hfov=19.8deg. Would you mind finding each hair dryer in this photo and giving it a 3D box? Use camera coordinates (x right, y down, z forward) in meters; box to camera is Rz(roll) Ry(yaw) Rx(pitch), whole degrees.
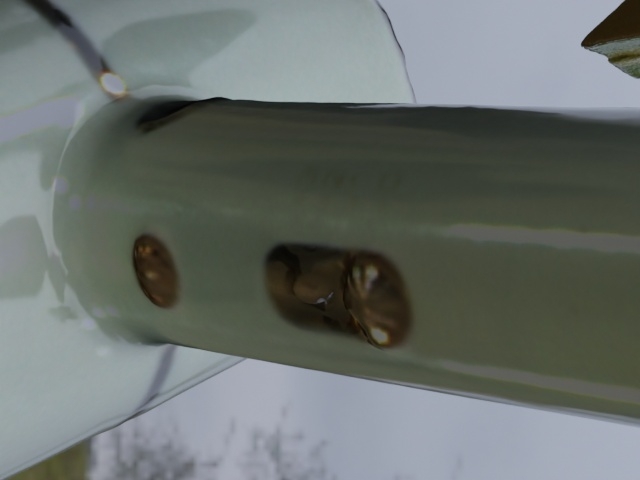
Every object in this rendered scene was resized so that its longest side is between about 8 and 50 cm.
[{"bbox_3d":[0.000,0.000,0.394,0.362,0.203,0.128,6,-67,47],"label":"hair dryer"}]

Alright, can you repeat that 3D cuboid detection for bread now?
[{"bbox_3d":[0.254,-0.168,1.263,0.139,0.074,0.084,-8,-112,49],"label":"bread"}]
